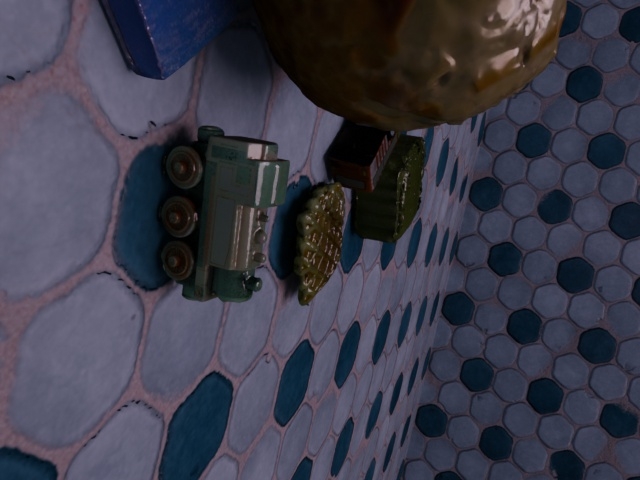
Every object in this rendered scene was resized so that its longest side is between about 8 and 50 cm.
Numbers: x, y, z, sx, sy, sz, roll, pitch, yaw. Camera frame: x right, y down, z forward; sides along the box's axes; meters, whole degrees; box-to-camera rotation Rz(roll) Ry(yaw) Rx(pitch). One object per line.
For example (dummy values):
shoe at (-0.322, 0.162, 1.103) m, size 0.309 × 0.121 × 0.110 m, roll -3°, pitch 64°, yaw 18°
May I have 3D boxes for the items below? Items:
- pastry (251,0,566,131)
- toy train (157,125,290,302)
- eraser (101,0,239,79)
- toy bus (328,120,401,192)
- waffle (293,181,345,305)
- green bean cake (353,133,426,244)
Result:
pastry at (0.073, -0.301, 0.576) m, size 0.388 × 0.313 × 0.388 m, roll 170°, pitch -90°, yaw -87°
toy train at (-0.105, -0.021, 0.578) m, size 0.081 × 0.125 × 0.193 m, roll -19°, pitch 119°, yaw -61°
eraser at (-0.145, -0.298, 0.417) m, size 0.311 × 0.043 × 0.144 m, roll 80°, pitch 30°, yaw -46°
toy bus at (0.130, -0.266, 1.059) m, size 0.092 × 0.093 × 0.408 m, roll 78°, pitch 34°, yaw -50°
waffle at (0.000, 0.000, 0.949) m, size 0.214 × 0.054 × 0.207 m, roll -55°, pitch 147°, yaw -55°
green bean cake at (0.156, -0.119, 1.186) m, size 0.200 × 0.113 × 0.214 m, roll -48°, pitch 145°, yaw -50°
